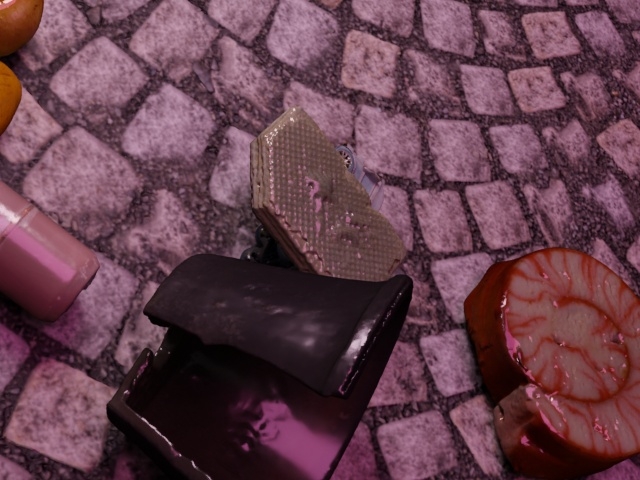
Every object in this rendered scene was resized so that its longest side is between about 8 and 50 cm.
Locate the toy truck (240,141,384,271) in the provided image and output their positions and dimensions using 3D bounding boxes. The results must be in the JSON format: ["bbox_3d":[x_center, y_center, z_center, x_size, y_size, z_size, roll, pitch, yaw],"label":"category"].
[{"bbox_3d":[0.000,0.000,1.512,0.140,0.108,0.257,42,54,-20],"label":"toy truck"}]

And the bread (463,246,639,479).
[{"bbox_3d":[0.360,0.172,1.613,0.295,0.114,0.328,-5,67,-30],"label":"bread"}]

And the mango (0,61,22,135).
[{"bbox_3d":[-0.467,-0.158,1.318,0.252,0.126,0.154,-24,67,-42],"label":"mango"}]

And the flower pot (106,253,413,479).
[{"bbox_3d":[-0.077,0.164,1.280,0.251,0.379,0.379,24,53,11],"label":"flower pot"}]

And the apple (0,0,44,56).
[{"bbox_3d":[-0.421,-0.310,1.416,0.146,0.146,0.147,13,60,-23],"label":"apple"}]

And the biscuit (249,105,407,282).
[{"bbox_3d":[0.001,-0.037,1.419,0.252,0.052,0.150,54,52,-10],"label":"biscuit"}]

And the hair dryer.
[{"bbox_3d":[-0.418,0.095,1.249,0.189,0.107,0.344,39,62,-8],"label":"hair dryer"}]
